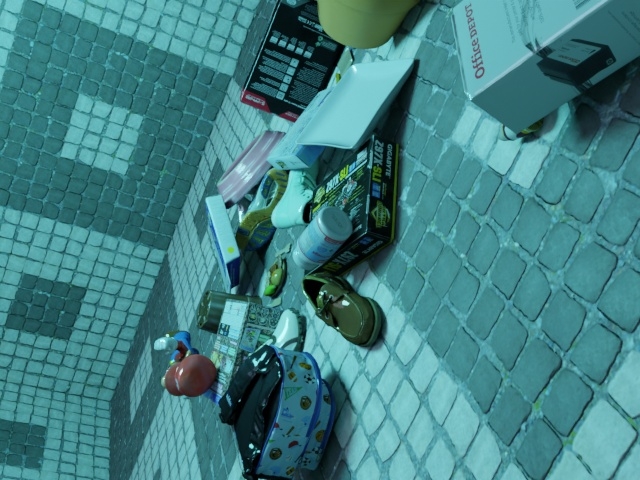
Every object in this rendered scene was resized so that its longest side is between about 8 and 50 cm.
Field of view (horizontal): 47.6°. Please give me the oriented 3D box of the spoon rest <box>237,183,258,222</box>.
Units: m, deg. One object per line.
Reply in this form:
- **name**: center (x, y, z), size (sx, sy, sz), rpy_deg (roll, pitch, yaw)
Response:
- **spoon rest**: center (-0.247, -0.102, 2.531), size (0.137, 0.084, 0.276), rpy_deg (-58, 26, 34)

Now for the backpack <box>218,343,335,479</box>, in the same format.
- **backpack**: center (-0.084, 0.375, 1.618), size (0.276, 0.213, 0.263), rpy_deg (46, 125, 59)

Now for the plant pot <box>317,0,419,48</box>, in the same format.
- **plant pot**: center (0.112, -0.624, 1.831), size (0.203, 0.291, 0.291), rpy_deg (108, 165, -52)

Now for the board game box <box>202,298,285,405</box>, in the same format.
- **board game box**: center (-0.207, 0.323, 2.038), size (0.232, 0.141, 0.291), rpy_deg (-4, 71, 67)

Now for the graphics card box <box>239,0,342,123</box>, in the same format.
- **graphics card box**: center (-0.080, -0.568, 2.264), size (0.094, 0.233, 0.371), rpy_deg (-100, 32, -64)

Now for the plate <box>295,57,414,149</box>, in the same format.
- **plate**: center (0.090, -0.332, 1.813), size (0.278, 0.045, 0.277), rpy_deg (-56, 30, -12)

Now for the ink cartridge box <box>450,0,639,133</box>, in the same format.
- **ink cartridge box**: center (0.363, -0.341, 1.086), size (0.307, 0.129, 0.223), rpy_deg (-33, 43, 37)

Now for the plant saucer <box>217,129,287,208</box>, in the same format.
- **plant saucer**: center (-0.241, -0.255, 2.463), size (0.332, 0.084, 0.332), rpy_deg (-46, 13, 14)

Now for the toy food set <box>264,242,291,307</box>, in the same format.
- **toy food set**: center (-0.141, 0.106, 2.178), size (0.132, 0.038, 0.192), rpy_deg (-31, 46, 60)

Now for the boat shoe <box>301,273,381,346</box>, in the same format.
- **boat shoe**: center (0.035, 0.153, 1.630), size (0.110, 0.104, 0.307), rpy_deg (-71, 22, 5)

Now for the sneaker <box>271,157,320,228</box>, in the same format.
- **sneaker**: center (-0.026, -0.142, 2.046), size (0.151, 0.094, 0.256), rpy_deg (2, 62, 46)

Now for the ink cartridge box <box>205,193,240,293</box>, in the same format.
- **ink cartridge box**: center (-0.312, 0.044, 2.420), size (0.303, 0.072, 0.307), rpy_deg (109, 143, -68)

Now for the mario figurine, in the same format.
- **mario figurine**: center (-0.408, 0.361, 2.058), size (0.170, 0.198, 0.320), rpy_deg (-60, 17, -1)

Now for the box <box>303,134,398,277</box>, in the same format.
- **box**: center (0.069, -0.064, 1.750), size (0.322, 0.079, 0.257), rpy_deg (-39, 38, 54)

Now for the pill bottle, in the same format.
- **pill bottle**: center (0.000, 0.000, 1.652), size (0.160, 0.087, 0.087), rpy_deg (-50, 31, 46)

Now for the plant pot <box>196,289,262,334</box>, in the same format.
- **plant pot**: center (-0.290, 0.233, 2.275), size (0.167, 0.165, 0.167), rpy_deg (-49, 31, 44)

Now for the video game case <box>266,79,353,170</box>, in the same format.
- **video game case**: center (-0.015, -0.317, 2.037), size (0.269, 0.061, 0.244), rpy_deg (-54, 19, -11)

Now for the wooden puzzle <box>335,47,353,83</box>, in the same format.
- **wooden puzzle**: center (0.076, -0.528, 2.164), size (0.116, 0.014, 0.078), rpy_deg (-53, 33, 40)

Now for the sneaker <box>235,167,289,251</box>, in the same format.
- **sneaker**: center (-0.185, -0.102, 2.380), size (0.296, 0.112, 0.131), rpy_deg (-61, 14, 9)

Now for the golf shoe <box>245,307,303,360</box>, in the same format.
- **golf shoe**: center (-0.125, 0.301, 1.892), size (0.105, 0.120, 0.273), rpy_deg (-6, 67, 68)

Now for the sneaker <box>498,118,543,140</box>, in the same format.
- **sneaker**: center (0.338, -0.263, 1.258), size (0.084, 0.069, 0.185), rpy_deg (-23, 52, 56)
